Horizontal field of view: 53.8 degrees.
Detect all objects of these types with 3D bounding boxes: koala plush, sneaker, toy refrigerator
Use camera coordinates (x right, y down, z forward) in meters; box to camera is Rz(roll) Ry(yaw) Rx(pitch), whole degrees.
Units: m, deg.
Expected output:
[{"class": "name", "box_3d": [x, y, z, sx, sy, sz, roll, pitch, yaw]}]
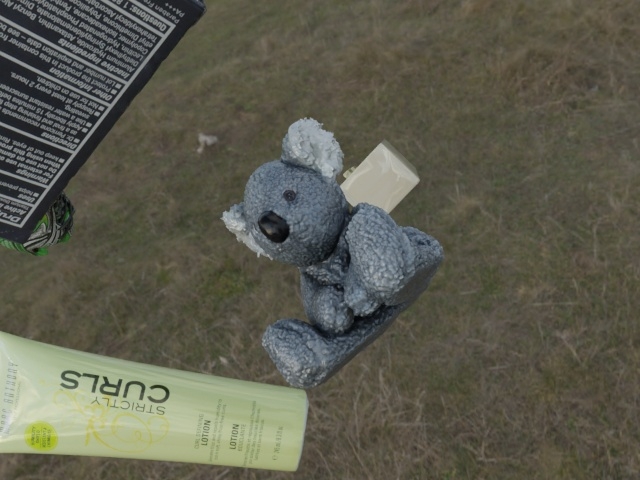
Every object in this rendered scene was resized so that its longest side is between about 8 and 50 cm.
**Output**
[{"class": "koala plush", "box_3d": [0.000, 0.000, 0.670, 0.221, 0.196, 0.203, 44, 26, 16]}, {"class": "sneaker", "box_3d": [-0.476, -0.075, 1.082, 0.343, 0.146, 0.134, -29, 42, 49]}, {"class": "toy refrigerator", "box_3d": [0.101, -0.111, 1.091, 0.102, 0.094, 0.269, -46, 3, 13]}]

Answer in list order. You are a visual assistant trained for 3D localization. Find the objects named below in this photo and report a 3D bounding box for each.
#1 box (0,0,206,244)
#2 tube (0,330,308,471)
[{"class": "box", "box_3d": [-0.306, -0.189, 0.494, 0.294, 0.296, 0.183, -43, 47, 22]}, {"class": "tube", "box_3d": [-0.131, 0.128, 0.467, 0.240, 0.062, 0.070, 9, 52, -5]}]
